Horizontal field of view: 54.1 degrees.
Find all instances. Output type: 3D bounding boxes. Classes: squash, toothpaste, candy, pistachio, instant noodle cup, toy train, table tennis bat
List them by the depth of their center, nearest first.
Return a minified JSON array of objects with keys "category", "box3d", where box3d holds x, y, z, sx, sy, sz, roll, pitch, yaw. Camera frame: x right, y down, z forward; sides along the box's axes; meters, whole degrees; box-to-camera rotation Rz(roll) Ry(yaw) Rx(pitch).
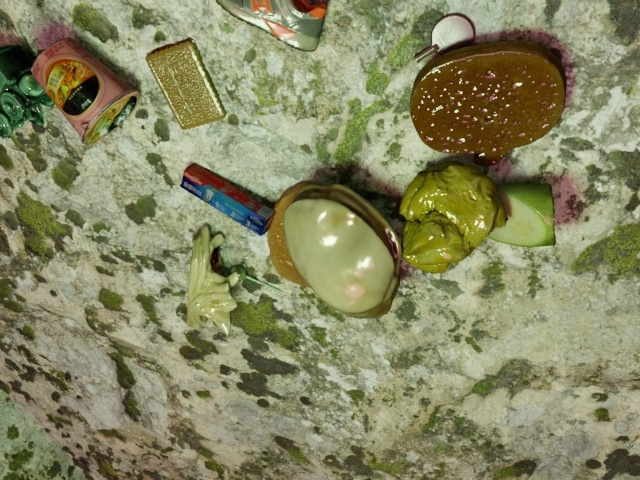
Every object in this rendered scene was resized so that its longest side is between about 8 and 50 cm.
[{"category":"table tennis bat","box3d":[0.304,-0.486,1.579,0.170,0.119,0.107,-29,109,29]},{"category":"squash","box3d":[0.518,-0.066,1.761,0.260,0.189,0.189,-3,123,16]},{"category":"pistachio","box3d":[0.070,0.038,1.828,0.365,0.281,0.445,-19,109,46]},{"category":"instant noodle cup","box3d":[-0.707,-0.451,1.866,0.255,0.244,0.244,46,125,-5]},{"category":"toy train","box3d":[-0.973,-0.463,1.961,0.299,0.167,0.238,-27,105,40]},{"category":"toothpaste","box3d":[-0.298,-0.132,2.010,0.320,0.066,0.076,32,128,9]},{"category":"candy","box3d":[-0.229,0.146,2.234,0.202,0.061,0.061,24,128,-10]}]

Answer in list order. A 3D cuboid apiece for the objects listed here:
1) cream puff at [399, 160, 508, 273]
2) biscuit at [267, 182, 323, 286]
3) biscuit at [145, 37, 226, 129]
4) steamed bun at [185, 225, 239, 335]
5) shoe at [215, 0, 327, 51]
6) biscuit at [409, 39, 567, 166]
[{"category":"cream puff","box3d":[0.330,-0.066,1.749,0.274,0.270,0.323,56,151,6]},{"category":"biscuit","box3d":[0.001,-0.001,2.043,0.365,0.062,0.385,21,126,4]},{"category":"biscuit","box3d":[-0.401,-0.461,1.872,0.172,0.029,0.254,-10,119,24]},{"category":"steamed bun","box3d":[-0.376,0.180,2.190,0.189,0.247,0.428,9,125,-6]},{"category":"shoe","box3d":[-0.127,-0.635,1.610,0.336,0.132,0.171,29,122,-6]},{"category":"biscuit","box3d":[0.436,-0.355,1.655,0.394,0.070,0.350,0,131,14]}]
